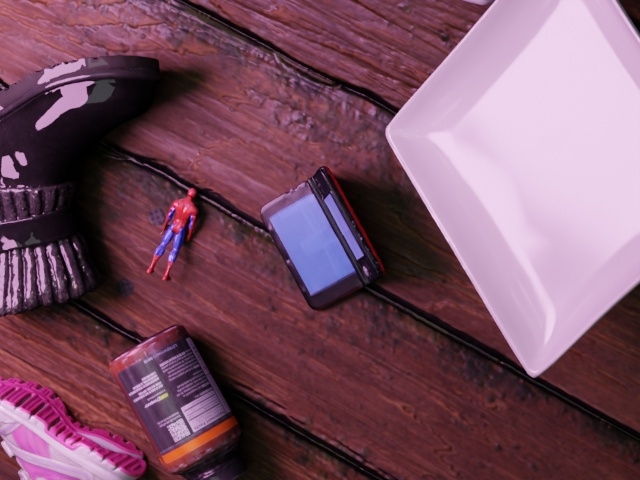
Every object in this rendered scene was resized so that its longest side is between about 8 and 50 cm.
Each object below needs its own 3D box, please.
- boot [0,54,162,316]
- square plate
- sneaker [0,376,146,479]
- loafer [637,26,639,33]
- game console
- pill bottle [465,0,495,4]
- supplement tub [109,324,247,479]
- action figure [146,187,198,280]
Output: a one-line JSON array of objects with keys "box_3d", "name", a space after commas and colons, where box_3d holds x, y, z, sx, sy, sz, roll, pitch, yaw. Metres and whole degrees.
[{"box_3d": [-0.307, -0.059, 1.823, 0.348, 0.131, 0.260, -20, 84, 29], "name": "boot"}, {"box_3d": [0.249, -0.088, 1.598, 0.347, 0.049, 0.344, -48, 61, 40], "name": "square plate"}, {"box_3d": [-0.348, 0.262, 1.895, 0.252, 0.103, 0.111, 32, 103, 12], "name": "sneaker"}, {"box_3d": [0.329, -0.122, 1.634, 0.109, 0.095, 0.302, 26, 104, 13], "name": "loafer"}, {"box_3d": [0.000, 0.000, 1.763, 0.085, 0.124, 0.144, -29, 88, -8], "name": "game console"}, {"box_3d": [0.158, -0.318, 1.655, 0.187, 0.112, 0.112, 17, 102, 14], "name": "pill bottle"}, {"box_3d": [-0.165, 0.208, 1.829, 0.106, 0.106, 0.198, -29, 88, 19], "name": "supplement tub"}, {"box_3d": [-0.175, -0.010, 1.844, 0.038, 0.030, 0.115, 25, 99, 8], "name": "action figure"}]
